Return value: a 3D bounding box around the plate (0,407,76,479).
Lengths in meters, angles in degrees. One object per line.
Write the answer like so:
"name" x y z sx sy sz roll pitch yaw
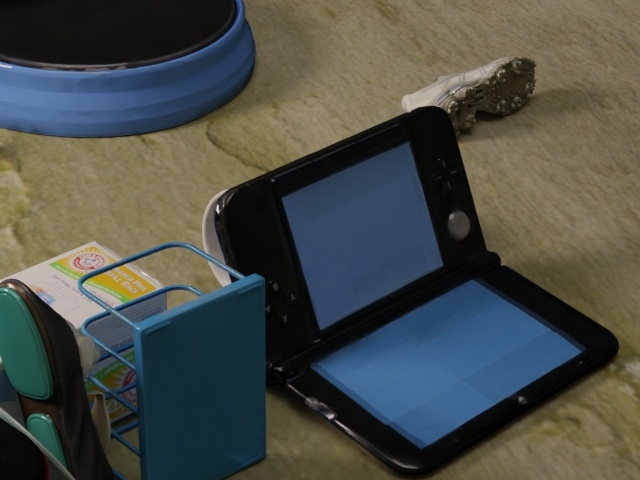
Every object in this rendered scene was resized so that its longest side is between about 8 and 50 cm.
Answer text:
"plate" -0.213 0.177 1.236 0.188 0.188 0.024 28 59 35

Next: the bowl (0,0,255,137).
"bowl" -0.270 -0.243 2.009 0.391 0.077 0.391 2 32 -1

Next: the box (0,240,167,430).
"box" -0.232 0.098 1.417 0.203 0.114 0.103 -25 40 -36

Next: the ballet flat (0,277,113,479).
"ballet flat" -0.197 0.115 1.318 0.074 0.203 0.074 -10 17 3

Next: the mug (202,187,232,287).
"mug" -0.007 0.000 1.638 0.169 0.150 0.113 -24 4 -43

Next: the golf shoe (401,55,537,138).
"golf shoe" 0.167 -0.173 1.948 0.176 0.069 0.086 -23 34 -37

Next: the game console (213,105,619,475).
"game console" 0.090 0.031 1.515 0.293 0.250 0.173 -26 15 -39

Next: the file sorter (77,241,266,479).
"file sorter" -0.120 0.103 1.372 0.118 0.170 0.104 -22 36 -35

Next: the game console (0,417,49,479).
"game console" -0.403 0.161 1.084 0.342 0.060 0.386 31 38 32
